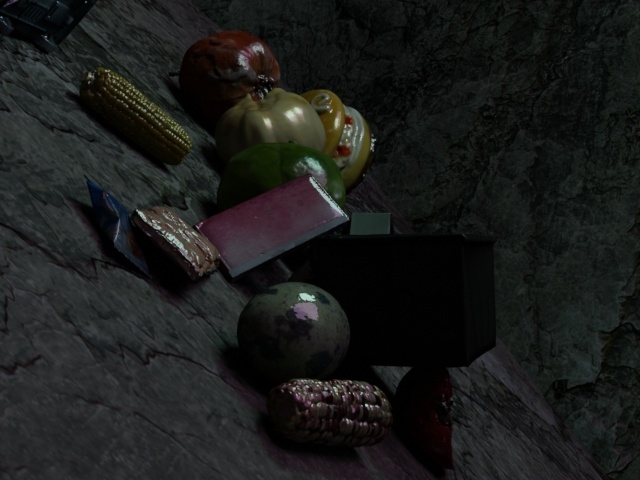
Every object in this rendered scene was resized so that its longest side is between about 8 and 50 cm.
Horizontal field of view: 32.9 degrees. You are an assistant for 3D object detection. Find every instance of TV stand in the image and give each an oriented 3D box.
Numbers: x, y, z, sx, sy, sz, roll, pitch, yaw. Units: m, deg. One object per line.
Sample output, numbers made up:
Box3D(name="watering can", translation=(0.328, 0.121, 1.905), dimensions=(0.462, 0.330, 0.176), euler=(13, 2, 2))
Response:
Box3D(name="TV stand", translation=(0.113, 0.046, 2.184), dimensions=(0.269, 0.083, 0.088), euler=(72, 22, -60))

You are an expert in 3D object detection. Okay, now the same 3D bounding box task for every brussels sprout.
Box3D(name="brussels sprout", translation=(-0.069, -0.080, 1.928), dimensions=(0.244, 0.244, 0.244), euler=(44, 10, -10))

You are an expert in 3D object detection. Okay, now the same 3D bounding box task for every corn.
Box3D(name="corn", translation=(0.012, 0.228, 1.416), dimensions=(0.092, 0.092, 0.280), euler=(51, 15, 25))
Box3D(name="corn", translation=(-0.309, -0.207, 1.825), dimensions=(0.238, 0.080, 0.080), euler=(37, 13, -36))

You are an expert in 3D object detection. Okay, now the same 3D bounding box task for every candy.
Box3D(name="candy", translation=(-0.262, -0.018, 1.393), dimensions=(0.136, 0.038, 0.088), euler=(61, 3, 32))

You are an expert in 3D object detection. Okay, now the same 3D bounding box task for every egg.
Box3D(name="egg", translation=(-0.039, 0.124, 1.439), dimensions=(0.141, 0.141, 0.182), euler=(51, 16, 25))

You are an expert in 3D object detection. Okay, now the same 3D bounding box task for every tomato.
Box3D(name="tomato", translation=(0.172, 0.288, 1.816), dimensions=(0.173, 0.099, 0.189), euler=(73, 15, -80))

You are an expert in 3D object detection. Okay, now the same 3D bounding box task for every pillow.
Box3D(name="pillow", translation=(-0.197, 0.000, 1.509), dimensions=(0.126, 0.043, 0.232), euler=(43, 3, 1))

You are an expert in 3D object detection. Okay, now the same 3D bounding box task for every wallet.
Box3D(name="wallet", translation=(-0.079, -0.026, 1.741), dimensions=(0.119, 0.232, 0.025), euler=(51, -31, 23))

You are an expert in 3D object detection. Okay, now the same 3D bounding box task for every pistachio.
Box3D(name="pistachio", translation=(-0.098, -0.203, 2.296), dimensions=(0.321, 0.229, 0.238), euler=(29, 57, -77))

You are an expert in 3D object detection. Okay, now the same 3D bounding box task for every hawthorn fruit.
Box3D(name="hawthorn fruit", translation=(-0.235, -0.374, 2.500), dimensions=(0.272, 0.242, 0.242), euler=(16, -5, 28))

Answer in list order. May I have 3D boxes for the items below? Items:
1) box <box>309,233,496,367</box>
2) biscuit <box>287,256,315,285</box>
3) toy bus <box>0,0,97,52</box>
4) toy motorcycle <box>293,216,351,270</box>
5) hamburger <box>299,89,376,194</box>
Box3D(name="box", translation=(0.149, 0.091, 1.797), dimensions=(0.345, 0.251, 0.204), euler=(-1, 91, -72))
Box3D(name="biscuit", translation=(0.026, 0.065, 1.999), dimensions=(0.040, 0.121, 0.199), euler=(52, 11, 27))
Box3D(name="toy bus", translation=(-0.485, -0.418, 1.764), dimensions=(0.157, 0.139, 0.289), euler=(43, 8, 7))
Box3D(name="toy motorcycle", translation=(0.000, 0.000, 2.164), dimensions=(0.187, 0.125, 0.274), euler=(49, 14, -18))
Box3D(name="hamburger", translation=(-0.023, -0.221, 2.655), dimensions=(0.186, 0.261, 0.302), euler=(28, 61, -44))
